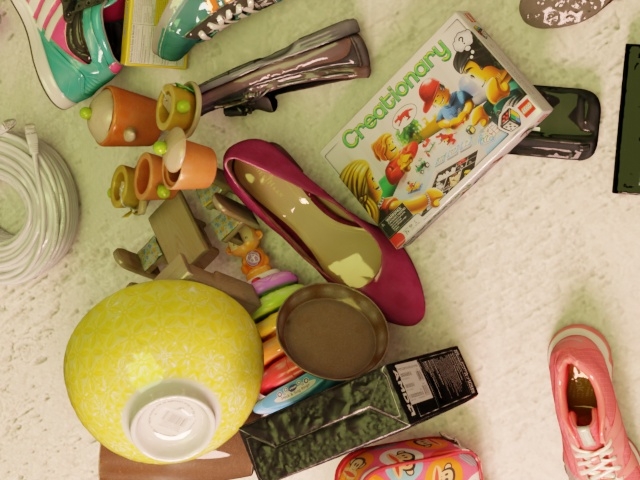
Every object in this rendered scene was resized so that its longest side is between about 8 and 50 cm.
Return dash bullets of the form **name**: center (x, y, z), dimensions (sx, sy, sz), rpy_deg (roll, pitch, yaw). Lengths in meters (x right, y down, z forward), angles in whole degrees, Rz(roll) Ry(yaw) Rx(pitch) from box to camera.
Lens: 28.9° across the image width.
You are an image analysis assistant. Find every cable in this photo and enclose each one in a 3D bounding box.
- **cable**: center (-0.523, -0.056, 2.046), dimensions (0.257, 0.089, 0.257), rpy_deg (-17, 94, 19)

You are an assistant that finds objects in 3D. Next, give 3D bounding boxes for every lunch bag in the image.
- **lunch bag**: center (0.155, 0.444, 1.866), dimensions (0.258, 0.120, 0.293), rpy_deg (-6, 99, -24)

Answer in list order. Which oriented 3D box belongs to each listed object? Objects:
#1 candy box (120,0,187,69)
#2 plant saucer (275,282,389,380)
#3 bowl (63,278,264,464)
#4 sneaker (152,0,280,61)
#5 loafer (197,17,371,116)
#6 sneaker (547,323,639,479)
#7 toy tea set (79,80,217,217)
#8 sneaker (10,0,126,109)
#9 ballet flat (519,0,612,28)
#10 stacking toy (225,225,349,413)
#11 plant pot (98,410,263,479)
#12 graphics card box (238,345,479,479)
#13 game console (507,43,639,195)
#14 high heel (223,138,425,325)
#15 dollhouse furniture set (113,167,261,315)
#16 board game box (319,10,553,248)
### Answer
- **candy box**: center (-0.248, -0.369, 1.910), dimensions (0.027, 0.105, 0.205), rpy_deg (24, 110, 57)
- **plant saucer**: center (0.016, 0.137, 1.813), dimensions (0.168, 0.168, 0.029), rpy_deg (32, 143, 10)
- **bowl**: center (-0.211, 0.216, 1.732), dimensions (0.290, 0.156, 0.289), rpy_deg (-6, 122, -9)
- **sneaker**: center (-0.127, -0.372, 1.854), dimensions (0.121, 0.108, 0.302), rpy_deg (40, 99, 3)
- **loafer**: center (-0.068, -0.235, 1.873), dimensions (0.303, 0.109, 0.095), rpy_deg (-22, 97, 17)
- **sneaker**: center (0.386, 0.285, 1.798), dimensions (0.116, 0.136, 0.313), rpy_deg (-15, 94, 20)
- **toy tea set**: center (-0.270, -0.146, 1.849), dimensions (0.336, 0.124, 0.200), rpy_deg (-8, 77, 59)
- **sneaker**: center (-0.380, -0.371, 1.934), dimensions (0.178, 0.124, 0.295), rpy_deg (-21, 89, 16)
- **ballet flat**: center (0.395, -0.373, 1.740), dimensions (0.250, 0.058, 0.084), rpy_deg (-26, 112, 24)
- **stacking toy**: center (-0.066, 0.106, 1.915), dimensions (0.175, 0.166, 0.301), rpy_deg (-29, 78, 16)
- **plant pot**: center (-0.211, 0.297, 1.961), dimensions (0.230, 0.215, 0.215), rpy_deg (9, 101, 1)
- **graphics card box**: center (0.066, 0.242, 1.765), dimensions (0.233, 0.371, 0.094), rpy_deg (-25, 82, 20)
- **game console**: center (0.380, -0.179, 1.777), dimensions (0.361, 0.044, 0.213), rpy_deg (6, 99, 15)
- **high heel**: center (0.000, 0.000, 1.845), dimensions (0.377, 0.181, 0.127), rpy_deg (42, 107, 7)
- **dollhouse furniture set**: center (-0.214, 0.020, 1.874), dimensions (0.212, 0.161, 0.242), rpy_deg (-44, 50, 19)
- **board game box**: center (0.162, -0.157, 1.806), dimensions (0.305, 0.053, 0.193), rpy_deg (-45, 76, 26)
